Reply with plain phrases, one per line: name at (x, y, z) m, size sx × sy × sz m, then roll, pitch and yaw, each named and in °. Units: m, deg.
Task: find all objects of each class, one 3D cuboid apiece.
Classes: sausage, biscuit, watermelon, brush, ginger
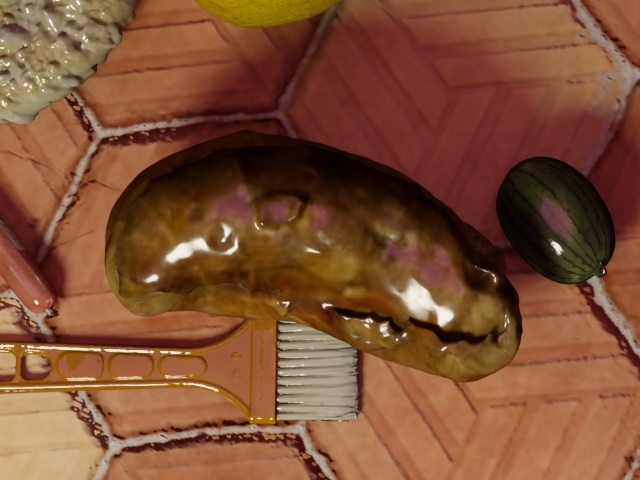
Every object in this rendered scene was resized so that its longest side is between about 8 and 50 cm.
sausage at (-0.281, -0.023, 1.339) m, size 0.029 × 0.029 × 0.223 m, roll -40°, pitch 79°, yaw -4°
biscuit at (-0.234, -0.221, 1.348) m, size 0.179 × 0.084 × 0.281 m, roll 4°, pitch 82°, yaw 1°
watermelon at (0.183, -0.014, 1.280) m, size 0.078 × 0.078 × 0.110 m, roll -34°, pitch 80°, yaw -3°
brush at (-0.126, 0.100, 1.313) m, size 0.314 × 0.017 × 0.090 m, roll 0°, pitch 79°, yaw 5°
ginger at (0.000, 0.000, 1.246) m, size 0.321 × 0.165 × 0.172 m, roll 11°, pitch 59°, yaw 6°

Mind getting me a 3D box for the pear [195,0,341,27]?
pear at (-0.045, -0.264, 1.283) m, size 0.209 × 0.209 × 0.208 m, roll -1°, pitch 79°, yaw 4°
